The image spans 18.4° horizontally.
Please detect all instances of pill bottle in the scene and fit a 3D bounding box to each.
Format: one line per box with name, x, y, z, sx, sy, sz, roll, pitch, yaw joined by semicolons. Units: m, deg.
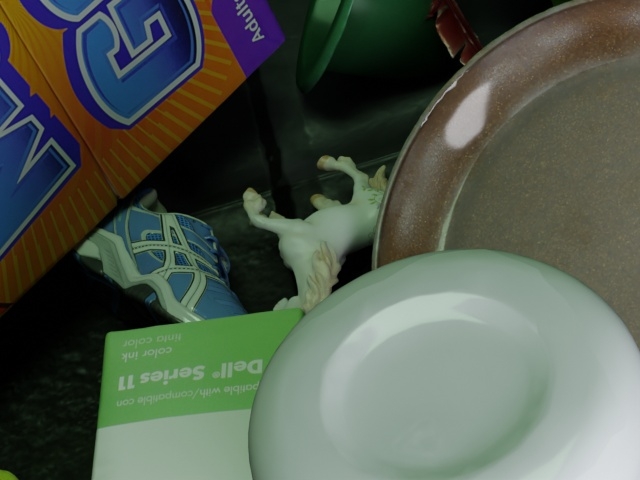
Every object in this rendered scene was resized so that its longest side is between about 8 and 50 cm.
pill bottle;0.088;0.165;0.968;0.181;0.323;0.181;-9;48;10

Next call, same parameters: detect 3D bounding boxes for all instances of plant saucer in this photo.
plant saucer;0.174;-0.003;1.208;0.311;0.050;0.310;-13;66;30

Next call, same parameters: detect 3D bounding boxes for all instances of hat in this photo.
hat;0.093;-0.156;1.435;0.184;0.173;0.208;17;72;-10

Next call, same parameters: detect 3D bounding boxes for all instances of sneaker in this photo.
sneaker;-0.091;0.027;1.315;0.081;0.080;0.211;-42;51;-16

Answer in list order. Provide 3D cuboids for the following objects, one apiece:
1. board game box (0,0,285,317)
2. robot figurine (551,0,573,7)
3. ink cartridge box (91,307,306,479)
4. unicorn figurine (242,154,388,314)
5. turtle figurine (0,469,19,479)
board game box;-0.318;-0.193;1.356;0.356;0.356;0.356;21;58;45
robot figurine;0.203;-0.205;1.431;0.101;0.067;0.115;1;50;32
ink cartridge box;-0.048;0.238;1.027;0.119;0.207;0.353;-7;48;9
unicorn figurine;0.000;0.000;1.322;0.162;0.060;0.111;-38;48;-15
turtle figurine;-0.162;0.244;1.084;0.087;0.217;0.269;-11;47;-18
